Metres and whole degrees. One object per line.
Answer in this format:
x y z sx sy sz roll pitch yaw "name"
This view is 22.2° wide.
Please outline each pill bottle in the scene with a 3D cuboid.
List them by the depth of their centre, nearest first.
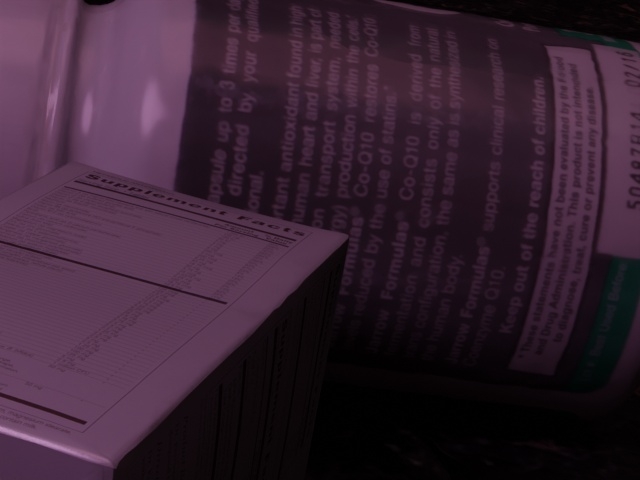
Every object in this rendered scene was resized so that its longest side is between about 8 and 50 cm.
-0.013 -0.028 0.834 0.361 0.204 0.204 8 19 -9 "pill bottle"

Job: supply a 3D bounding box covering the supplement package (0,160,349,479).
-0.094 0.074 0.610 0.139 0.134 0.244 16 20 14 "supplement package"
